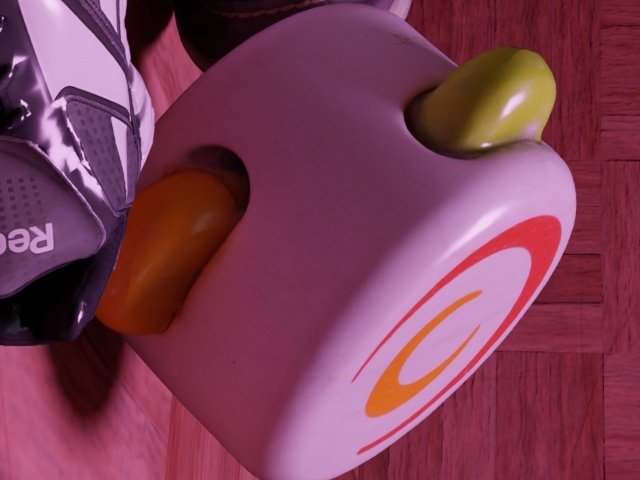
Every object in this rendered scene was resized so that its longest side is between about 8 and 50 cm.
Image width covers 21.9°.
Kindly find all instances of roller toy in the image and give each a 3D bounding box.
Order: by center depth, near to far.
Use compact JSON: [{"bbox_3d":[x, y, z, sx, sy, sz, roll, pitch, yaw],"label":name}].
[{"bbox_3d":[0.000,0.000,0.731,0.209,0.146,0.191,-40,159,-16],"label":"roller toy"}]

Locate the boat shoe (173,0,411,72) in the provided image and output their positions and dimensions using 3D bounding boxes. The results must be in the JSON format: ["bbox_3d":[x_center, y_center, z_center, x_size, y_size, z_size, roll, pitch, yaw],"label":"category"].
[{"bbox_3d":[-0.028,-0.211,0.895,0.355,0.132,0.130,-94,169,-53],"label":"boat shoe"}]

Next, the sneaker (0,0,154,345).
[{"bbox_3d":[-0.091,-0.042,0.459,0.234,0.078,0.106,83,7,-61],"label":"sneaker"}]
